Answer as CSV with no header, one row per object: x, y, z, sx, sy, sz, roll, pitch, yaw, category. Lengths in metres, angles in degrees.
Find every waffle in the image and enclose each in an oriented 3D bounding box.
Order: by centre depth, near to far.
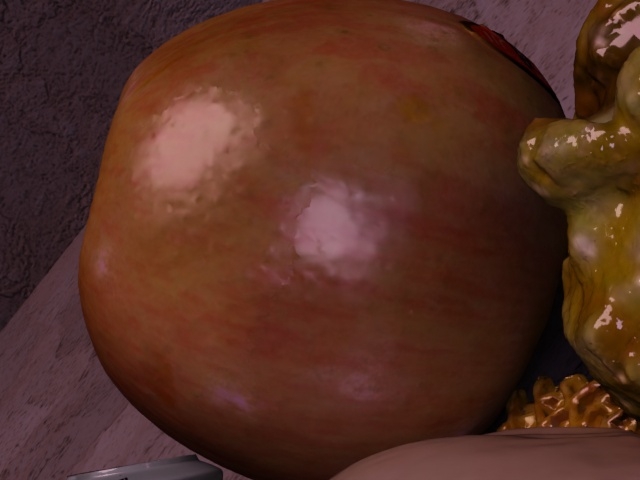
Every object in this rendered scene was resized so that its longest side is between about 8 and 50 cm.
0.154,0.174,1.155,0.193,0.070,0.197,-23,34,53,waffle

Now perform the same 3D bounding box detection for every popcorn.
0.237,-0.013,1.037,0.225,0.276,0.276,-21,33,47,popcorn

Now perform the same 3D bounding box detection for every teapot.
-0.157,0.271,1.600,0.159,0.159,0.232,-54,6,-14,teapot

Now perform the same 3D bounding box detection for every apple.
0.000,0.000,1.342,0.391,0.346,0.392,-165,90,-87,apple

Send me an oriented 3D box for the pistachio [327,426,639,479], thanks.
0.084,0.212,0.970,0.331,0.208,0.226,-14,64,16,pistachio
